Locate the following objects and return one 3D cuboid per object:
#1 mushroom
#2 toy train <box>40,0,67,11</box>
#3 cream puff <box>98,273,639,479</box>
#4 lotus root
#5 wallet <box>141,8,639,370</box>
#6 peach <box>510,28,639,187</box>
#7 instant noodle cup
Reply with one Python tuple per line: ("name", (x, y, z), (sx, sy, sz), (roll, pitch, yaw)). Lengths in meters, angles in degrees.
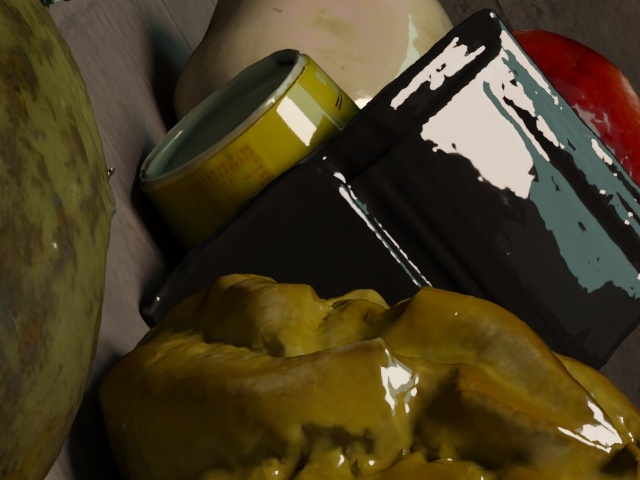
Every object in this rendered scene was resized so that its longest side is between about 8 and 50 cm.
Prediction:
("mushroom", (-0.006, -0.107, 1.449), (0.254, 0.260, 0.234), (57, -30, 24))
("toy train", (-0.182, -0.135, 0.849), (0.074, 0.118, 0.176), (58, 13, 5))
("cream puff", (0.051, 0.135, 0.917), (0.324, 0.257, 0.291), (41, 26, -62))
("lotus root", (-0.148, 0.001, 0.539), (0.173, 0.173, 0.309), (54, 19, -42))
("wallet", (0.074, 0.026, 1.133), (0.247, 0.323, 0.041), (49, -21, -8))
("peach", (0.188, -0.031, 1.798), (0.388, 0.388, 0.388), (60, 10, -17))
("instant noodle cup", (0.000, 0.000, 1.226), (0.236, 0.215, 0.215), (51, 13, -18))
